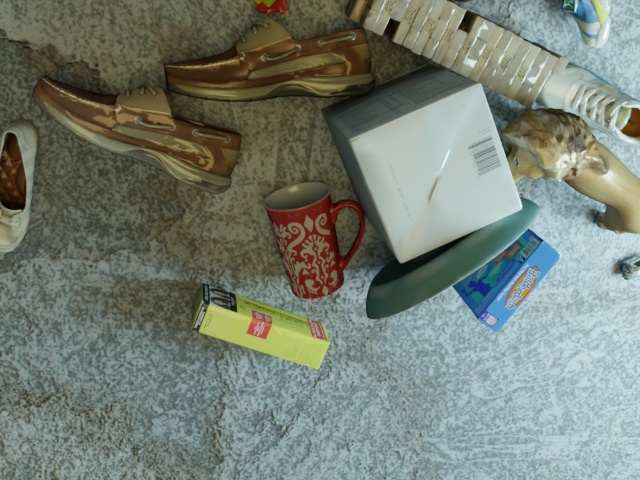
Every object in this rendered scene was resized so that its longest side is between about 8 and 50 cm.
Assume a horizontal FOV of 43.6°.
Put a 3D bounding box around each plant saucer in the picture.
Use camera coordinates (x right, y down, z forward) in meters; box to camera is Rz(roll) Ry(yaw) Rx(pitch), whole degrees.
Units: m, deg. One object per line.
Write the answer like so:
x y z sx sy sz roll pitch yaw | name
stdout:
0.195 0.016 1.259 0.317 0.317 0.044 -34 94 4 | plant saucer

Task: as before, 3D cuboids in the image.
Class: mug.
-0.007 0.004 1.312 0.150 0.113 0.169 7 120 36 | mug

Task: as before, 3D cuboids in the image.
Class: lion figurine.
0.439 -0.101 1.282 0.392 0.240 0.142 22 99 -17 | lion figurine

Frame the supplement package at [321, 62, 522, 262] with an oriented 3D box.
0.143 -0.130 1.217 0.198 0.263 0.199 -24 110 -1 | supplement package

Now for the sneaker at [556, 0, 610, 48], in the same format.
0.376 -0.412 1.260 0.126 0.091 0.240 -13 104 9 | sneaker

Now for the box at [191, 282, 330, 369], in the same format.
-0.104 0.147 1.370 0.232 0.087 0.058 21 104 -14 | box

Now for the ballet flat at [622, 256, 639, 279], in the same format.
0.609 0.045 1.472 0.114 0.041 0.041 -9 110 -7 | ballet flat

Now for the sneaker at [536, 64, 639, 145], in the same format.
0.464 -0.226 1.326 0.228 0.092 0.087 18 107 -13 | sneaker

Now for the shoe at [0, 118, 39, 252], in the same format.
-0.488 -0.079 1.246 0.076 0.058 0.219 11 107 -12 | shoe

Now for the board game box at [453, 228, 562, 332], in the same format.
0.291 0.038 1.327 0.047 0.210 0.160 34 101 -19 | board game box

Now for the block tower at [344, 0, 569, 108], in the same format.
0.208 -0.313 1.232 0.335 0.091 0.097 20 111 -15 | block tower

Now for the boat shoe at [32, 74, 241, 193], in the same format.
-0.269 -0.183 1.221 0.324 0.123 0.116 23 101 -25 | boat shoe

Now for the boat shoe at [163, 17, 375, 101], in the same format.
-0.075 -0.276 1.220 0.323 0.122 0.120 -5 105 -16 | boat shoe

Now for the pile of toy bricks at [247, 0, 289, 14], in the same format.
-0.024 -0.416 1.163 0.105 0.118 0.212 45 98 0 | pile of toy bricks
